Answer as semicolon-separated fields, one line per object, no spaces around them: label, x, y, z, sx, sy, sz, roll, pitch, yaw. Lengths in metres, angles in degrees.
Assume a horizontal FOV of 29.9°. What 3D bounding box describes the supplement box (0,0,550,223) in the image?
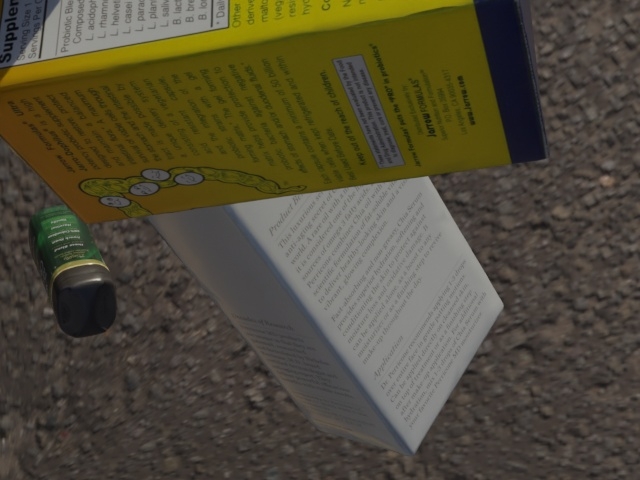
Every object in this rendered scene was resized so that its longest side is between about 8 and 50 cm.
supplement box;-0.036;-0.157;0.836;0.356;0.195;0.194;-7;62;13

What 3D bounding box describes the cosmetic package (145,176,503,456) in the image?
cosmetic package;0.000;0.000;1.285;0.230;0.161;0.453;-54;129;-26

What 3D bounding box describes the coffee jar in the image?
coffee jar;-0.316;0.039;1.524;0.079;0.096;0.184;-11;36;-20
